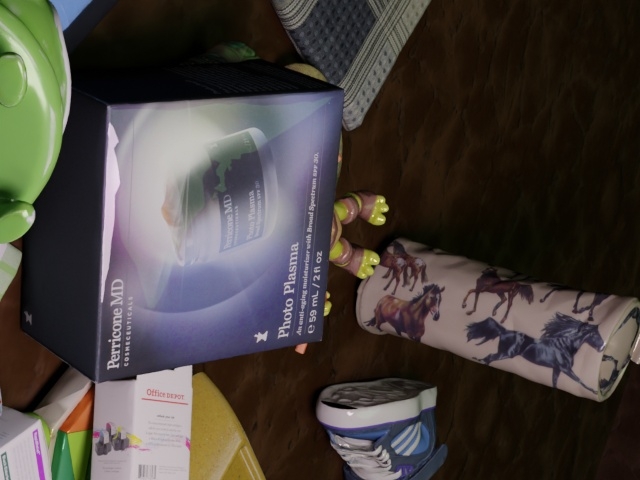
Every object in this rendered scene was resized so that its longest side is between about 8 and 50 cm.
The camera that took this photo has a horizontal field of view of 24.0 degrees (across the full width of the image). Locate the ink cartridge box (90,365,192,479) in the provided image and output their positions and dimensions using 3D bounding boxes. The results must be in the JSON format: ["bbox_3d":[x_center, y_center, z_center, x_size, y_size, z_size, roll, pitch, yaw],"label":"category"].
[{"bbox_3d":[-0.198,0.212,1.674,0.104,0.062,0.181,18,71,-57],"label":"ink cartridge box"}]

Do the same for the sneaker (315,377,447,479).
[{"bbox_3d":[0.082,0.339,2.285,0.323,0.130,0.236,-2,100,-64],"label":"sneaker"}]

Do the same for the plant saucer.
[{"bbox_3d":[-0.145,0.386,1.839,0.333,0.081,0.332,-61,148,-33],"label":"plant saucer"}]

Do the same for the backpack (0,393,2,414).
[{"bbox_3d":[-0.372,0.148,1.499,0.105,0.084,0.114,-40,132,-48],"label":"backpack"}]

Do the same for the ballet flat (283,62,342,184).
[{"bbox_3d":[-0.035,-0.046,1.915,0.123,0.123,0.348,-11,114,-57],"label":"ballet flat"}]

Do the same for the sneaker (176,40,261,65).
[{"bbox_3d":[-0.136,-0.092,1.790,0.122,0.110,0.283,-19,118,-35],"label":"sneaker"}]

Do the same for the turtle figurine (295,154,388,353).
[{"bbox_3d":[0.000,0.000,1.810,0.217,0.087,0.269,6,82,-63],"label":"turtle figurine"}]

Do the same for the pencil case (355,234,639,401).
[{"bbox_3d":[0.268,0.112,2.218,0.183,0.410,0.160,-18,120,-63],"label":"pencil case"}]

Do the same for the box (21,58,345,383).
[{"bbox_3d":[-0.149,-0.029,1.614,0.294,0.183,0.296,-8,111,-35],"label":"box"}]

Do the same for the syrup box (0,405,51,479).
[{"bbox_3d":[-0.386,0.261,1.517,0.237,0.093,0.096,-36,132,-47],"label":"syrup box"}]

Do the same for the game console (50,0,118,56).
[{"bbox_3d":[-0.262,-0.378,1.469,0.386,0.060,0.342,-55,145,-31],"label":"game console"}]

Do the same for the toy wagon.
[{"bbox_3d":[-0.270,0.309,1.755,0.267,0.068,0.344,-2,105,-58],"label":"toy wagon"}]

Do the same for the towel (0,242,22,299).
[{"bbox_3d":[-0.364,0.032,1.521,0.152,0.023,0.113,43,67,-57],"label":"towel"}]

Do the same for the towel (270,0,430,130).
[{"bbox_3d":[0.052,-0.363,2.015,0.324,0.056,0.312,-60,144,-20],"label":"towel"}]

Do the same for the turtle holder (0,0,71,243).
[{"bbox_3d":[-0.325,-0.114,1.307,0.227,0.243,0.320,-91,170,-54],"label":"turtle holder"}]
